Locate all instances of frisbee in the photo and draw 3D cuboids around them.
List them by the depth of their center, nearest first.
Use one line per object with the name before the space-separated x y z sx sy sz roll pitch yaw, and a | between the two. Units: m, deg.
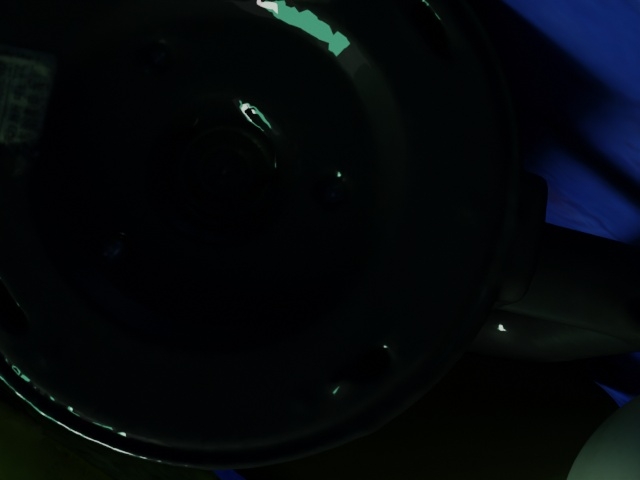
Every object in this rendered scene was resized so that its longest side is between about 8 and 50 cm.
frisbee | 0.052 0.094 0.876 0.236 0.236 0.017 27 121 47

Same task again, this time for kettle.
kettle | -0.007 -0.013 0.685 0.308 0.262 0.203 94 159 -82

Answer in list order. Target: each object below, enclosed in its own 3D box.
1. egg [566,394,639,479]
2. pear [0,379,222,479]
egg | 0.188 0.134 0.630 0.209 0.151 0.151 27 165 44
pear | -0.187 0.199 0.752 0.238 0.318 0.342 41 175 -18
